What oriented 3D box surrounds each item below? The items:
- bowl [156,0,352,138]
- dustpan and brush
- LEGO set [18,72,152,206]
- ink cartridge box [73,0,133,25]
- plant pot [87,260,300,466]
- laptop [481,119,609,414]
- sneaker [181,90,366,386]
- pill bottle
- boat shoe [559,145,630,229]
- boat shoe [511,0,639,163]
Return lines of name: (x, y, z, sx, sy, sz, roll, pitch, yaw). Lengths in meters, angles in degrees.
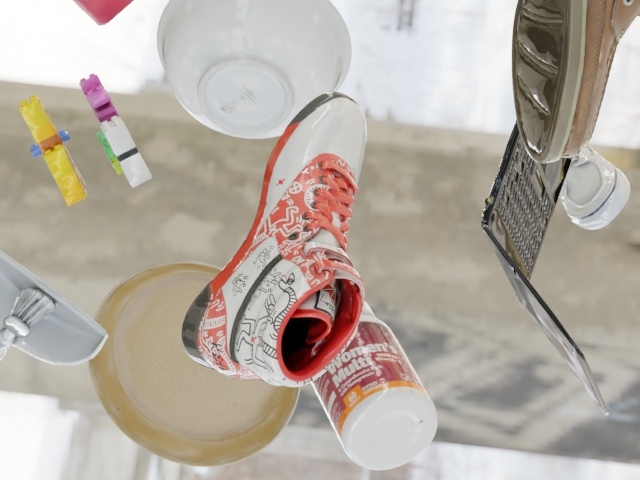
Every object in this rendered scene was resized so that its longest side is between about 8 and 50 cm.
bowl: (-0.106, -0.252, 2.683, 0.134, 0.298, 0.298, -83, -2, -47)
dustpan and brush: (-0.293, 0.082, 1.742, 0.060, 0.147, 0.211, -54, 7, -17)
LEGO set: (-0.218, -0.097, 1.586, 0.093, 0.087, 0.227, 64, 174, -17)
ink cartridge box: (-0.330, -0.419, 2.052, 0.226, 0.131, 0.306, 52, -178, 40)
plant pot: (-0.132, 0.129, 1.923, 0.032, 0.236, 0.236, -56, -27, -67)
laptop: (0.248, 0.004, 1.772, 0.234, 0.137, 0.264, 54, -126, -66)
sneaker: (0.000, 0.001, 1.507, 0.090, 0.145, 0.270, 40, -107, -36)
pill bottle: (0.052, 0.168, 2.202, 0.221, 0.121, 0.121, -119, 27, -51)
boat shoe: (0.306, -0.077, 2.180, 0.083, 0.076, 0.226, -51, 15, 7)
boat shoe: (0.222, -0.205, 1.417, 0.110, 0.104, 0.307, -127, 36, -57)
